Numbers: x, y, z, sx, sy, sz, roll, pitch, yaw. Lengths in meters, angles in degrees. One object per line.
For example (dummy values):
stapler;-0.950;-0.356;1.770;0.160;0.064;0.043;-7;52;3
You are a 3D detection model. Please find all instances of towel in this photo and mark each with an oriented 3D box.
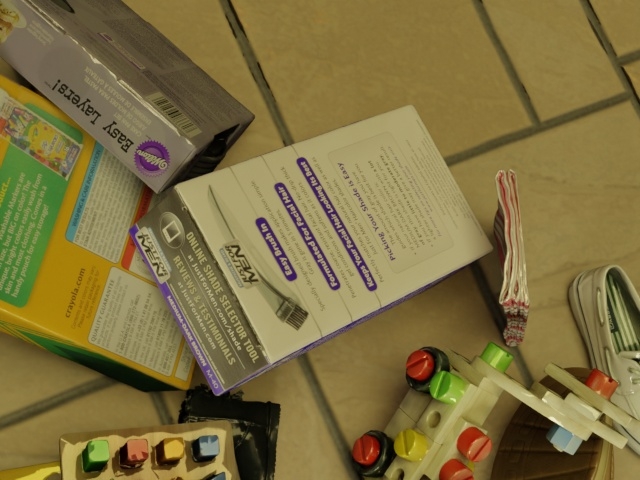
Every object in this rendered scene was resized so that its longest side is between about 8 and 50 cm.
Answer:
towel;0.195;0.023;1.315;0.029;0.197;0.144;-4;72;6

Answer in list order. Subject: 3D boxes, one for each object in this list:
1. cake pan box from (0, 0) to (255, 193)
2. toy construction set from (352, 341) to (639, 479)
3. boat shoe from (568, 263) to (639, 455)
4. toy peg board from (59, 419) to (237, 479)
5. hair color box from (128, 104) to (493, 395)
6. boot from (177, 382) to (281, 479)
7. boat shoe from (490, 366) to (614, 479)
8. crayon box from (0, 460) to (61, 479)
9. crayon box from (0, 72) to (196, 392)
cake pan box;-0.198;-0.166;1.244;0.267;0.246;0.070;40;108;-1
toy construction set;0.143;0.226;1.215;0.327;0.215;0.151;-46;127;-5
boat shoe;0.340;0.134;1.376;0.083;0.076;0.226;-22;80;-20
toy peg board;-0.146;0.243;1.123;0.161;0.079;0.161;-3;74;-16
hair color box;0.000;0.000;1.250;0.339;0.110;0.185;-22;81;-43
boot;-0.094;0.205;1.253;0.099;0.045;0.121;12;63;-14
boat shoe;0.244;0.301;1.291;0.110;0.122;0.341;34;64;-43
crayon box;-0.222;0.363;1.150;0.202;0.081;0.318;-6;76;-17
crayon box;-0.243;-0.005;1.186;0.323;0.083;0.203;30;65;-36
